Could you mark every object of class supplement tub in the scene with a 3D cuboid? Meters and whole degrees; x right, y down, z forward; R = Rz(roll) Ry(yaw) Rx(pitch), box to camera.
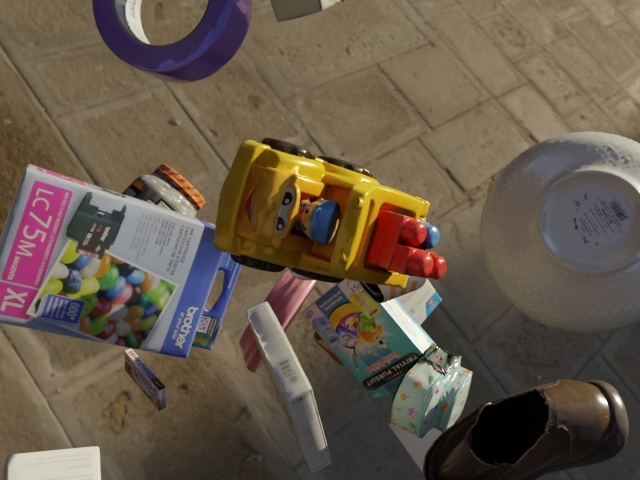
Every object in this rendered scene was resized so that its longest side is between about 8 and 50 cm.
[{"bbox_3d":[-0.455,-0.032,1.478,0.193,0.193,0.316,40,77,1],"label":"supplement tub"}]

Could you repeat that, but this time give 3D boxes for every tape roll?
[{"bbox_3d":[-0.267,-0.432,1.048,0.275,0.275,0.090,49,12,8],"label":"tape roll"}]

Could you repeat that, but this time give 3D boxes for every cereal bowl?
[{"bbox_3d":[0.426,-0.020,0.934,0.339,0.141,0.339,-3,81,18],"label":"cereal bowl"}]

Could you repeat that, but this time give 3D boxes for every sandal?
[{"bbox_3d":[0.076,0.062,0.944,0.265,0.102,0.076,-4,106,-19],"label":"sandal"}]

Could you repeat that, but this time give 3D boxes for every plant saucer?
[{"bbox_3d":[-0.111,0.190,1.533,0.084,0.332,0.332,34,53,3],"label":"plant saucer"}]

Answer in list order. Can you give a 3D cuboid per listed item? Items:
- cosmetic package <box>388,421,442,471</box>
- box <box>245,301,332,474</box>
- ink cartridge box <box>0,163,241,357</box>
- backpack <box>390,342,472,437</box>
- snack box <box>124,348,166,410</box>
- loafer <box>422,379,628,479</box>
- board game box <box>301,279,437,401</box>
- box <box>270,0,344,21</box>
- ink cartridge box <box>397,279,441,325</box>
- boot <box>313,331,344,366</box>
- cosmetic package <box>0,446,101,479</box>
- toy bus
[{"bbox_3d":[0.351,0.633,1.727,0.138,0.224,0.225,-38,124,-3],"label":"cosmetic package"},{"bbox_3d":[-0.063,0.311,1.207,0.058,0.322,0.232,-22,46,-12],"label":"box"},{"bbox_3d":[-0.247,0.041,0.751,0.311,0.065,0.186,19,93,-32],"label":"ink cartridge box"},{"bbox_3d":[0.243,0.344,1.282,0.144,0.166,0.188,29,33,33],"label":"backpack"},{"bbox_3d":[-0.431,0.339,1.420,0.022,0.064,0.178,-16,35,-40],"label":"snack box"},{"bbox_3d":[0.250,0.283,0.834,0.130,0.366,0.134,18,46,-21],"label":"loafer"},{"bbox_3d":[0.140,0.261,1.629,0.336,0.254,0.079,50,39,3],"label":"board game box"},{"bbox_3d":[0.036,-0.461,0.983,0.275,0.113,0.094,-38,121,-36],"label":"box"},{"bbox_3d":[0.258,0.166,1.973,0.171,0.168,0.233,-45,121,-12],"label":"ink cartridge box"},{"bbox_3d":[0.039,0.351,1.861,0.158,0.085,0.059,34,54,6],"label":"boot"},{"bbox_3d":[-0.337,0.387,0.725,0.117,0.085,0.231,6,53,-32],"label":"cosmetic package"},{"bbox_3d":[0.026,-0.014,0.642,0.220,0.211,0.149,12,97,-47],"label":"toy bus"}]
